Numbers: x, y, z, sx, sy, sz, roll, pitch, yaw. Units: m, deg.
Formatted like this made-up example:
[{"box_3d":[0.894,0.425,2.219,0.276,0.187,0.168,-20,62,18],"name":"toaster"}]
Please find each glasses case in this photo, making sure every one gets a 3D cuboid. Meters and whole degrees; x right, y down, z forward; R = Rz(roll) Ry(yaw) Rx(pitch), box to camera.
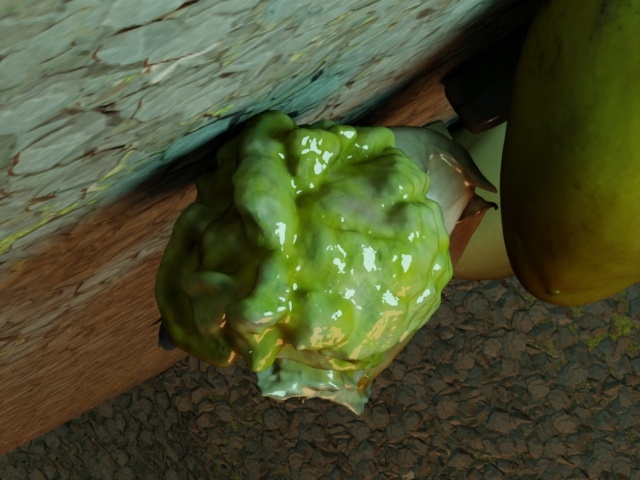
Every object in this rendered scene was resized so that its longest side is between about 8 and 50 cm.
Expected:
[{"box_3d":[0.287,-0.225,1.325,0.323,0.074,0.131,-32,177,11],"name":"glasses case"}]

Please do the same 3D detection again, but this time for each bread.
[{"box_3d":[0.319,-0.092,1.890,0.376,0.253,0.348,-34,166,35],"name":"bread"}]

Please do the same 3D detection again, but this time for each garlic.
[{"box_3d":[0.049,0.024,1.291,0.313,0.286,0.249,-62,-149,6],"name":"garlic"}]

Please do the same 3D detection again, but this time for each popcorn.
[{"box_3d":[-0.016,0.003,0.967,0.259,0.212,0.259,4,171,1],"name":"popcorn"}]

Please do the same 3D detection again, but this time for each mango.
[{"box_3d":[0.284,-0.099,1.138,0.445,0.232,0.300,100,4,-56],"name":"mango"}]

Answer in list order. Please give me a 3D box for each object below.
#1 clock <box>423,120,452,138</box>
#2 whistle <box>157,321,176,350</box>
[{"box_3d":[0.080,-0.100,1.729,0.235,0.029,0.235,-29,177,-2],"name":"clock"},{"box_3d":[-0.216,0.127,2.111,0.062,0.062,0.304,-28,175,-33],"name":"whistle"}]
